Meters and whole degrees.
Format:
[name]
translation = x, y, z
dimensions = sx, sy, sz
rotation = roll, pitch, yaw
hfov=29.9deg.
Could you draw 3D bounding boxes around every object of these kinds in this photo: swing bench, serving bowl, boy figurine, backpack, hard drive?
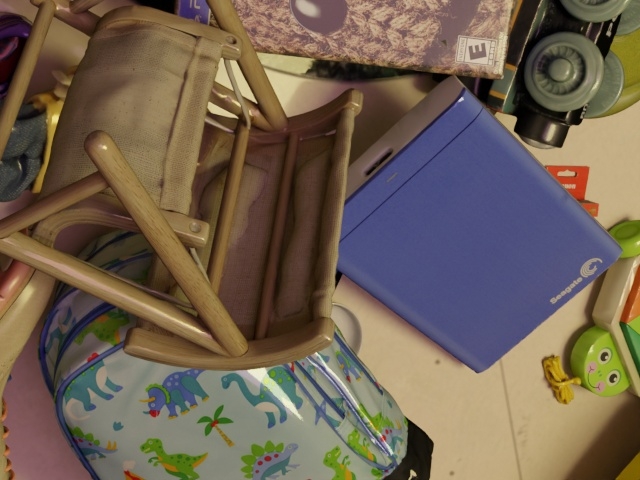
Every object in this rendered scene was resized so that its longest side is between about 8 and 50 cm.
[swing bench]
translation = -0.107, -0.063, 0.915
dimensions = 0.254, 0.165, 0.253
rotation = 43, 40, -35
[serving bowl]
translation = 0.002, 0.101, 1.251
dimensions = 0.083, 0.027, 0.083
rotation = -7, 106, -24
[boy figurine]
translation = -0.215, -0.076, 1.051
dimensions = 0.285, 0.092, 0.177
rotation = -9, 139, -40
[backpack]
translation = -0.099, 0.143, 1.103
dimensions = 0.290, 0.273, 0.356
rotation = -25, 101, 14
[hard drive]
translation = 0.148, -0.002, 1.212
dimensions = 0.210, 0.040, 0.318
rotation = -42, 132, 12

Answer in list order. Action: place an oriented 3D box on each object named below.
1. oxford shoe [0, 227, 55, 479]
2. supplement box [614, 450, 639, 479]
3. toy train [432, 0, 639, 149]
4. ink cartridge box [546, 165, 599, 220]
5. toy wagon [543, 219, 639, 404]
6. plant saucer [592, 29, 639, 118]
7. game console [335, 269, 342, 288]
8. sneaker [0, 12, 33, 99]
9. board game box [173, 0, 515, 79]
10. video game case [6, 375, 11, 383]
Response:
[oxford shoe]
translation = -0.321, 0.157, 1.033
dimensions = 0.146, 0.140, 0.397
rotation = 26, 109, -33
[supplement box]
translation = 0.387, 0.397, 1.312
dimensions = 0.194, 0.195, 0.356
rotation = 41, 90, -19
[toy train]
translation = 0.231, -0.264, 1.184
dimensions = 0.142, 0.190, 0.334
rotation = -5, 116, -63
[ink cartridge box]
translation = 0.278, -0.025, 1.345
dimensions = 0.062, 0.029, 0.115
rotation = -1, 104, -24
[toy wagon]
translation = 0.420, 0.090, 1.418
dimensions = 0.344, 0.068, 0.267
rotation = -32, 114, -14
[plant saucer]
translation = 0.313, -0.250, 1.301
dimensions = 0.240, 0.037, 0.241
rotation = -6, 105, -23
[game console]
translation = 0.000, 0.000, 1.203
dimensions = 0.071, 0.107, 0.122
rotation = 24, 92, 1
[sneaker]
translation = -0.305, -0.126, 1.029
dimensions = 0.068, 0.071, 0.170
rotation = 36, 87, -27
[board game box]
translation = 0.023, -0.277, 1.061
dimensions = 0.290, 0.141, 0.232
rotation = 5, 102, -9
[video game case]
translation = -0.383, 0.147, 1.093
dimensions = 0.166, 0.015, 0.119
rotation = -45, 117, -8
